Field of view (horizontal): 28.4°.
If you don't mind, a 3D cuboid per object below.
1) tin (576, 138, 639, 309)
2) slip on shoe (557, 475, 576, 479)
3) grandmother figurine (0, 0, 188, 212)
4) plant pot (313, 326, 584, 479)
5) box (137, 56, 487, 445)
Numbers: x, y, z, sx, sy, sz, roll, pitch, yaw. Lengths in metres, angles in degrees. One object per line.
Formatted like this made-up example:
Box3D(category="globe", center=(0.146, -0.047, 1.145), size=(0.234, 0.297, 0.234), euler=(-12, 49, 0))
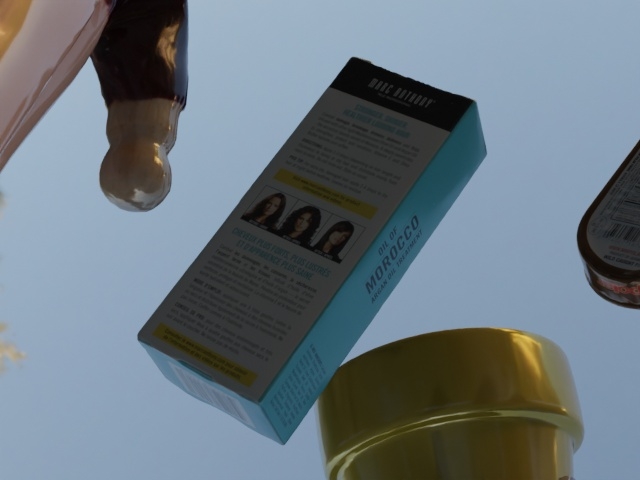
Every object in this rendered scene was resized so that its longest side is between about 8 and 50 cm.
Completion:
Box3D(category="tin", center=(0.256, -0.031, 0.894), size=(0.106, 0.040, 0.190), euler=(19, -122, 39))
Box3D(category="slip on shoe", center=(0.200, 0.260, 1.033), size=(0.041, 0.051, 0.135), euler=(-17, -116, 26))
Box3D(category="grandmother figurine", center=(-0.104, -0.101, 0.450), size=(0.104, 0.208, 0.342), euler=(-2, -139, 26))
Box3D(category="plant pot", center=(0.130, 0.241, 1.172), size=(0.254, 0.254, 0.239), euler=(-21, -122, 23))
Box3D(category="box", center=(0.000, 0.000, 0.805), size=(0.100, 0.060, 0.244), euler=(25, -114, 30))
